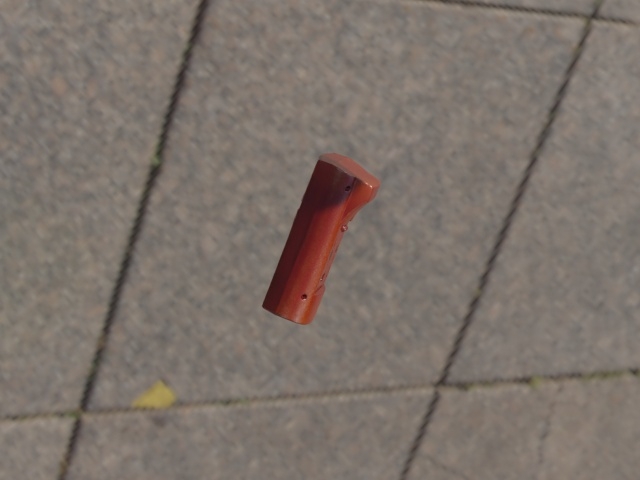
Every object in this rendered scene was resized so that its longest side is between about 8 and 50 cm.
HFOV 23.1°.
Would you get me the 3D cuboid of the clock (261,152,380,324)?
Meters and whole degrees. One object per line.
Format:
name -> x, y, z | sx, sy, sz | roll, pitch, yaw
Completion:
clock -> 0.000, 0.000, 1.469 | 0.113, 0.061, 0.155 | -42, 156, -79
